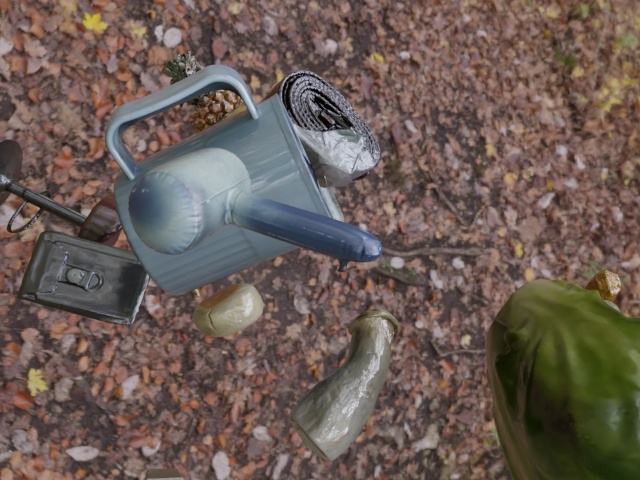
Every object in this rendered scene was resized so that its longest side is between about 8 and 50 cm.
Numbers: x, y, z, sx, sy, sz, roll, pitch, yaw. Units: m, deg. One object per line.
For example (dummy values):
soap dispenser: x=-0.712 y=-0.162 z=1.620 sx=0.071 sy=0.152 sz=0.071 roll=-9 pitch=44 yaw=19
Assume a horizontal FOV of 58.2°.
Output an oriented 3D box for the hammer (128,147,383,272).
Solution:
hammer: x=-0.045 y=-0.016 z=0.453 sx=0.116 sy=0.193 sz=0.070 roll=-46 pitch=151 yaw=-62

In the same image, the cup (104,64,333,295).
cup: x=-0.168 y=-0.083 z=0.965 sx=0.331 sy=0.311 sz=0.257 roll=59 pitch=8 yaw=-64

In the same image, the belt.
belt: x=0.004 y=-0.243 z=1.284 sx=0.289 sy=0.164 sz=0.184 roll=39 pitch=57 yaw=-19

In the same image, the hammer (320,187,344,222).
hammer: x=-0.085 y=-0.085 z=1.491 sx=0.305 sy=0.113 sz=0.202 roll=-13 pitch=69 yaw=-42

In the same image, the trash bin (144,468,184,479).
trash bin: x=-0.253 y=0.395 z=0.924 sx=0.060 sy=0.092 sz=0.043 roll=4 pitch=78 yaw=-16

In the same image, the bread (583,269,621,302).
bread: x=0.413 y=0.113 z=0.896 sx=0.052 sy=0.044 sz=0.157 roll=-25 pitch=143 yaw=-51

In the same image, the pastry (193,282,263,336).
pastry: x=-0.206 y=0.159 z=1.284 sx=0.156 sy=0.156 sz=0.092 roll=-33 pitch=99 yaw=-41

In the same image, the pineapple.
pineapple: x=-0.394 y=-0.493 z=1.902 sx=0.272 sy=0.262 sz=0.262 roll=49 pitch=53 yaw=-7

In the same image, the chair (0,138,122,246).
chair: x=-0.673 y=-0.078 z=1.492 sx=0.401 sy=0.226 sz=0.227 roll=25 pitch=63 yaw=0

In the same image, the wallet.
wallet: x=-0.495 y=0.077 z=1.228 sx=0.245 sy=0.052 sz=0.169 roll=16 pitch=64 yaw=-9

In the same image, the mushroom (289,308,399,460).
mushroom: x=0.046 y=0.189 z=0.794 sx=0.081 sy=0.092 sz=0.223 roll=53 pitch=57 yaw=-29

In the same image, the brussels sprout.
brussels sprout: x=0.363 y=0.209 z=0.687 sx=0.315 sy=0.371 sz=0.276 roll=-51 pitch=137 yaw=-11

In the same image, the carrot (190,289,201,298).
carrot: x=-0.437 y=0.114 z=1.856 sx=0.042 sy=0.042 sz=0.171 roll=-28 pitch=89 yaw=-42
